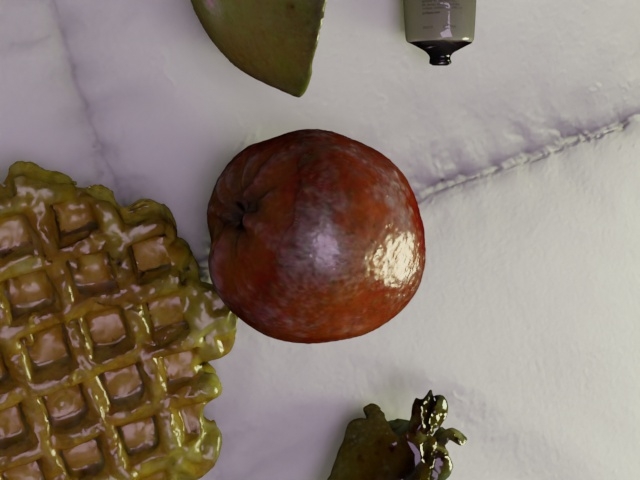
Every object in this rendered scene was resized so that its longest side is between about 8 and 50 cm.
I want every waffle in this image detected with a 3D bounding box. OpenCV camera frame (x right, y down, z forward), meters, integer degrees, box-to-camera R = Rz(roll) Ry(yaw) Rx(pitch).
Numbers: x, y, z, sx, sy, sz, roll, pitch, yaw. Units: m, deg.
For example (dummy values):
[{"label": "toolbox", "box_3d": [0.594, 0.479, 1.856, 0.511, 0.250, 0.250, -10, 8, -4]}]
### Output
[{"label": "waffle", "box_3d": [-0.213, 0.093, 0.965, 0.325, 0.068, 0.302, 27, 92, -26]}]

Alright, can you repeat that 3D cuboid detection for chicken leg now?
[{"label": "chicken leg", "box_3d": [0.005, 0.322, 1.072, 0.201, 0.153, 0.429, 28, 84, -36]}]

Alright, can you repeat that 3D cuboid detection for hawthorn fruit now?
[{"label": "hawthorn fruit", "box_3d": [0.000, 0.000, 0.969, 0.173, 0.173, 0.172, -5, 104, -20]}]

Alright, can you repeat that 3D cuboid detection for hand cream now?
[{"label": "hand cream", "box_3d": [0.096, -0.234, 1.021, 0.087, 0.054, 0.186, -2, 96, -16]}]

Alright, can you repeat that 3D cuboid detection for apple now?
[{"label": "apple", "box_3d": [-0.036, -0.238, 0.898, 0.120, 0.193, 0.264, 6, 103, -12]}]
